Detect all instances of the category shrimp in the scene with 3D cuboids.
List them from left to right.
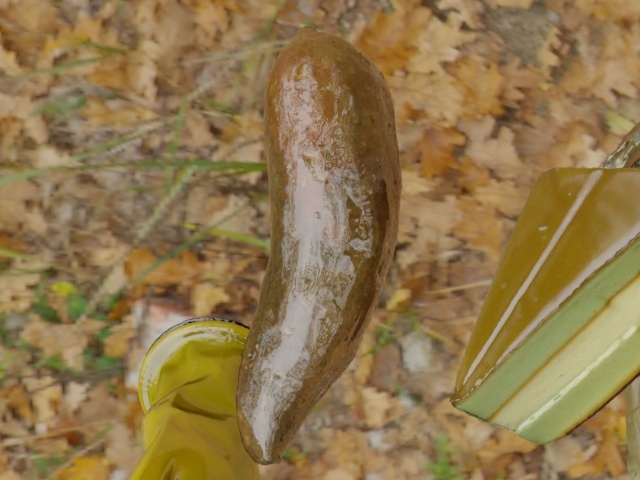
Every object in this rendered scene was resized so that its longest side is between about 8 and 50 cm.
[{"bbox_3d":[0.366,-0.127,1.551,0.253,0.173,0.058,-42,75,-17],"label":"shrimp"}]

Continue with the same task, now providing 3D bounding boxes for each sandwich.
[{"bbox_3d":[0.195,0.052,0.972,0.144,0.117,0.187,13,80,54],"label":"sandwich"}]

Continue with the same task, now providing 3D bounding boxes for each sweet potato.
[{"bbox_3d":[0.001,0.001,0.958,0.097,0.097,0.291,1,81,25],"label":"sweet potato"}]

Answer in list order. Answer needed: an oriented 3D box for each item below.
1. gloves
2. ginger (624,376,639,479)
[{"bbox_3d":[-0.089,0.174,0.977,0.116,0.294,0.133,-36,109,20],"label":"gloves"},{"bbox_3d":[0.305,0.149,1.081,0.122,0.115,0.193,132,139,-58],"label":"ginger"}]
